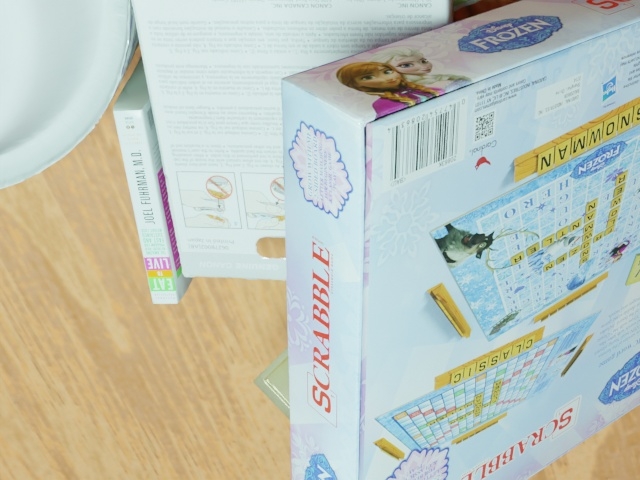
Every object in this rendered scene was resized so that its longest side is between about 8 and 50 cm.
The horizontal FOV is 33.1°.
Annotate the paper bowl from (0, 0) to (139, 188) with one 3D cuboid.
[{"bbox_3d":[-0.246,-0.154,0.626,0.284,0.148,0.284,1,122,1],"label":"paper bowl"}]

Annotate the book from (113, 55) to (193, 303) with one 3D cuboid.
[{"bbox_3d":[-0.103,-0.043,0.717,0.035,0.096,0.144,-1,122,7],"label":"book"}]

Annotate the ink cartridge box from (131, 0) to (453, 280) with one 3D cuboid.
[{"bbox_3d":[-0.010,-0.077,0.649,0.181,0.056,0.225,2,128,11],"label":"ink cartridge box"}]

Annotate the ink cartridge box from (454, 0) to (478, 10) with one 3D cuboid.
[{"bbox_3d":[-0.018,-0.222,0.623,0.171,0.056,0.235,-20,123,16],"label":"ink cartridge box"}]

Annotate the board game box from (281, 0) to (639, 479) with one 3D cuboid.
[{"bbox_3d":[0.122,0.014,0.651,0.318,0.066,0.318,-23,129,-32],"label":"board game box"}]

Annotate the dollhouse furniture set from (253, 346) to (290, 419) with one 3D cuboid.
[{"bbox_3d":[0.000,0.000,0.765,0.161,0.101,0.182,46,117,4],"label":"dollhouse furniture set"}]
